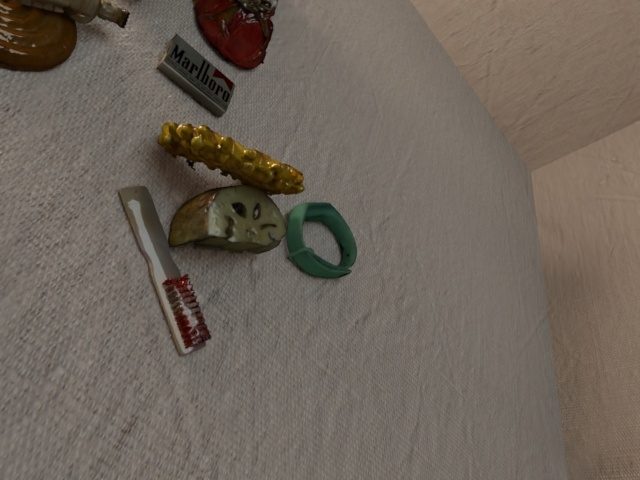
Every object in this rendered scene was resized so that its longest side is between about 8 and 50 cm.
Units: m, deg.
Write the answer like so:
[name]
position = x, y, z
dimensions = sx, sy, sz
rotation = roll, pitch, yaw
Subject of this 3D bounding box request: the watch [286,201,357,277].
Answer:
[watch]
position = 0.000, 0.000, 1.288
dimensions = 0.237, 0.068, 0.195
rotation = -1, 71, -56

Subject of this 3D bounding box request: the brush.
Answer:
[brush]
position = -0.275, 0.044, 0.925
dimensions = 0.060, 0.050, 0.321
rotation = -15, 79, -50

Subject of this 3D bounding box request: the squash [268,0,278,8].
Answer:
[squash]
position = -0.155, -0.767, 1.587
dimensions = 0.069, 0.069, 0.239
rotation = 36, 42, -32

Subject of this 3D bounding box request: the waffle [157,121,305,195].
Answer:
[waffle]
position = -0.169, -0.150, 1.037
dimensions = 0.293, 0.259, 0.069
rotation = 21, 86, -39

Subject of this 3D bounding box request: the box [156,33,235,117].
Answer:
[box]
position = -0.284, -0.379, 1.198
dimensions = 0.177, 0.036, 0.115
rotation = 37, 42, -31

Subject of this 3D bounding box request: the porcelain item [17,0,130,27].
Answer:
[porcelain item]
position = -0.451, -0.445, 0.945
dimensions = 0.054, 0.084, 0.213
rotation = 44, 23, 24

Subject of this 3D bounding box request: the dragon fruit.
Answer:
[dragon fruit]
position = -0.196, -0.577, 1.341
dimensions = 0.218, 0.148, 0.224
rotation = -7, 72, -52

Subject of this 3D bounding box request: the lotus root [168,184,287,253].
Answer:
[lotus root]
position = -0.180, -0.038, 1.032
dimensions = 0.235, 0.119, 0.138
rotation = -1, 73, -50

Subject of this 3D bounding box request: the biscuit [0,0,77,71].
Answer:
[biscuit]
position = -0.545, -0.411, 0.891
dimensions = 0.262, 0.037, 0.262
rotation = 31, 45, -37
